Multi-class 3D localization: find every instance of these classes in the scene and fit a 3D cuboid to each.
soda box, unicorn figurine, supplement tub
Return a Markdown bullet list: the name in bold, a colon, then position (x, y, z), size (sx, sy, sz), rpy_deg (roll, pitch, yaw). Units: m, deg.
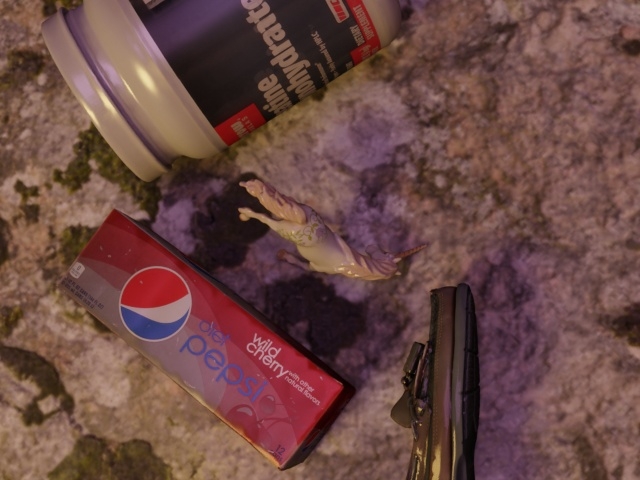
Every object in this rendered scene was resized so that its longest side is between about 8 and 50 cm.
- **soda box**: position (-0.100, 0.086, 0.949), size (0.263, 0.083, 0.092), rpy_deg (37, 88, 13)
- **unicorn figurine**: position (0.000, 0.000, 0.945), size (0.111, 0.162, 0.060), rpy_deg (17, 87, 39)
- **supplement tub**: position (-0.084, -0.193, 0.944), size (0.272, 0.191, 0.191), rpy_deg (-33, 76, 2)

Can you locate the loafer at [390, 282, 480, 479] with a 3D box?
- **loafer**: position (0.090, 0.169, 0.900), size (0.084, 0.096, 0.268), rpy_deg (-1, 81, 15)
